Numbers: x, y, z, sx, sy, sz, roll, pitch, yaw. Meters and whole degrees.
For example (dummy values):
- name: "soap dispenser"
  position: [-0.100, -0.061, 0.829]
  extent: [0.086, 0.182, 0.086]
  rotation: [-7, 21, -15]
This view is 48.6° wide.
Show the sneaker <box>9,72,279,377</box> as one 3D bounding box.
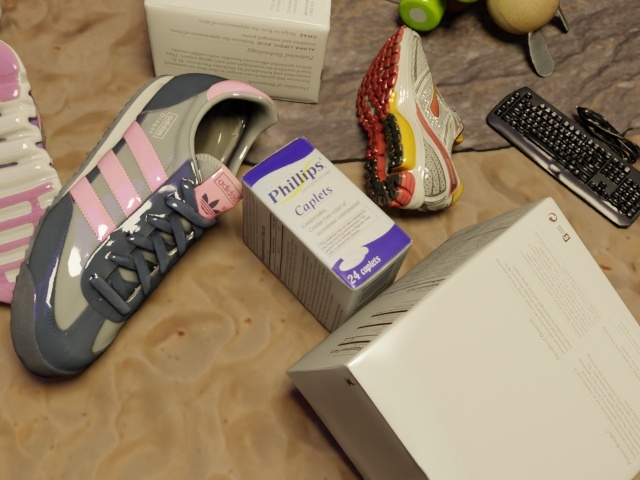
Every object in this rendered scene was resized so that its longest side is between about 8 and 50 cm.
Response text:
- name: "sneaker"
  position: [-0.142, -0.025, 0.613]
  extent: [0.131, 0.112, 0.318]
  rotation: [6, 60, 28]

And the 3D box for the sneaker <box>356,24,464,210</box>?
- name: "sneaker"
  position: [0.095, -0.124, 0.737]
  extent: [0.093, 0.088, 0.225]
  rotation: [12, 61, -23]

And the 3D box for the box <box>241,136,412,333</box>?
- name: "box"
  position: [0.000, 0.000, 0.627]
  extent: [0.072, 0.126, 0.137]
  rotation: [-39, 74, -21]

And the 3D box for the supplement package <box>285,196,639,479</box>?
- name: "supplement package"
  position: [0.123, 0.112, 0.544]
  extent: [0.203, 0.149, 0.194]
  rotation: [-36, 92, -22]

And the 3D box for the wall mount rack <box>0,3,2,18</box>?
- name: "wall mount rack"
  position: [-0.498, -0.318, 0.733]
  extent: [0.304, 0.130, 0.349]
  rotation: [-9, 64, -11]

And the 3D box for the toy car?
- name: "toy car"
  position: [0.214, -0.281, 0.818]
  extent: [0.188, 0.149, 0.155]
  rotation: [37, 66, -19]

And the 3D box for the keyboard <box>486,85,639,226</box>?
- name: "keyboard"
  position: [0.281, -0.107, 0.763]
  extent: [0.192, 0.038, 0.100]
  rotation: [42, 66, 14]

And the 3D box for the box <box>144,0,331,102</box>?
- name: "box"
  position: [-0.078, -0.261, 0.755]
  extent: [0.182, 0.119, 0.180]
  rotation: [6, 63, -4]

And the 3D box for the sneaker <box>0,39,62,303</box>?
- name: "sneaker"
  position: [-0.284, -0.059, 0.651]
  extent: [0.095, 0.104, 0.236]
  rotation: [-12, 87, -13]
